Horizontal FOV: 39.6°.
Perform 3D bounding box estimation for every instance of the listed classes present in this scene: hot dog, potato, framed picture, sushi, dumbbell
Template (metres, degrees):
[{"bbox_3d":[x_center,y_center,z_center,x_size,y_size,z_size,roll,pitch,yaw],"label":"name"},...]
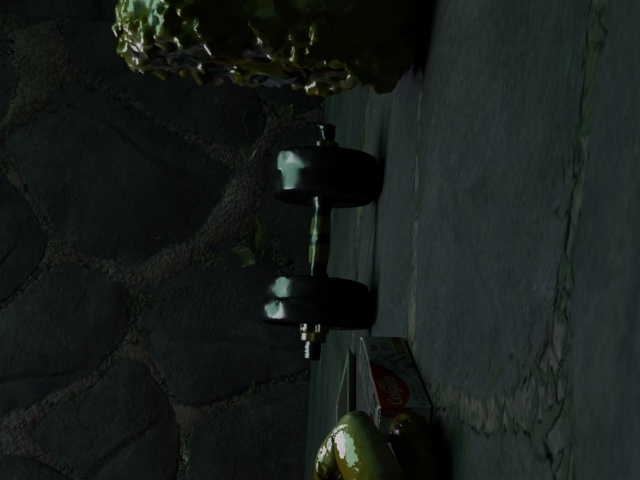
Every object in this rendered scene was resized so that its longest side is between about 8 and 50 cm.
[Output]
[{"bbox_3d":[0.039,0.237,0.840,0.084,0.073,0.242,52,168,26],"label":"hot dog"},{"bbox_3d":[0.086,0.189,0.806,0.083,0.040,0.051,-114,4,-59],"label":"potato"},{"bbox_3d":[0.045,0.369,1.635,0.216,0.016,0.273,99,174,-53],"label":"framed picture"},{"bbox_3d":[-0.067,-0.315,1.131,0.351,0.396,0.240,-158,73,-77],"label":"sushi"},{"bbox_3d":[0.000,0.000,1.448,0.185,0.185,0.388,113,161,-81],"label":"dumbbell"}]

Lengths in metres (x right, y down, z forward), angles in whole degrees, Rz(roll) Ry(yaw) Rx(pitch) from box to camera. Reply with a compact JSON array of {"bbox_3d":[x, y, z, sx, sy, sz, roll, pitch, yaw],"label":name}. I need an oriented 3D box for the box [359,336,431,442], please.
[{"bbox_3d":[0.076,0.154,0.952,0.218,0.055,0.039,-96,8,-78],"label":"box"}]
